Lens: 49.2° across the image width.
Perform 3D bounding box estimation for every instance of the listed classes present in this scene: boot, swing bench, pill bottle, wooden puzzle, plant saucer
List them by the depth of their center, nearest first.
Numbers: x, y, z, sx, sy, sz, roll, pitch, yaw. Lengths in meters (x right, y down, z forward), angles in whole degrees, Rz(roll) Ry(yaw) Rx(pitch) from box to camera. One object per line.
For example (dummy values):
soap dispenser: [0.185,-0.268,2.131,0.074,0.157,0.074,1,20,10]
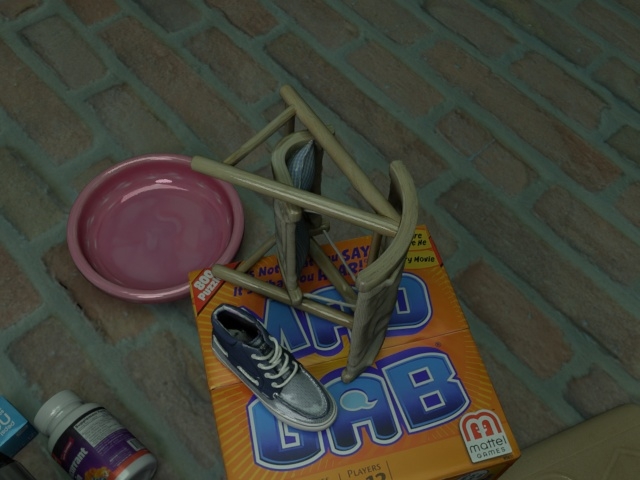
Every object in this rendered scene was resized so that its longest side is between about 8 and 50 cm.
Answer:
boot: [-0.060,0.154,0.842,0.190,0.086,0.069,32,61,17]
swing bench: [0.000,0.000,0.846,0.254,0.253,0.165,36,61,18]
wooden puzzle: [0.469,0.470,1.115,0.322,0.080,0.348,-18,57,-15]
pill bottle: [-0.364,0.330,1.120,0.193,0.108,0.108,37,63,18]
plant saucer: [-0.312,-0.018,1.354,0.332,0.084,0.332,1,58,-2]

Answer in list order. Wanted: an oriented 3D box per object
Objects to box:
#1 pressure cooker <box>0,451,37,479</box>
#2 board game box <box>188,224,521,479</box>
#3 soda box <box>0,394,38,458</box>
pressure cooker: [-0.395,0.516,0.840,0.370,0.375,0.420,-44,87,-13]
board game box: [0.022,0.247,1.051,0.356,0.356,0.356,-11,58,-11]
soda box: [-0.565,0.354,1.116,0.071,0.067,0.210,37,62,17]
